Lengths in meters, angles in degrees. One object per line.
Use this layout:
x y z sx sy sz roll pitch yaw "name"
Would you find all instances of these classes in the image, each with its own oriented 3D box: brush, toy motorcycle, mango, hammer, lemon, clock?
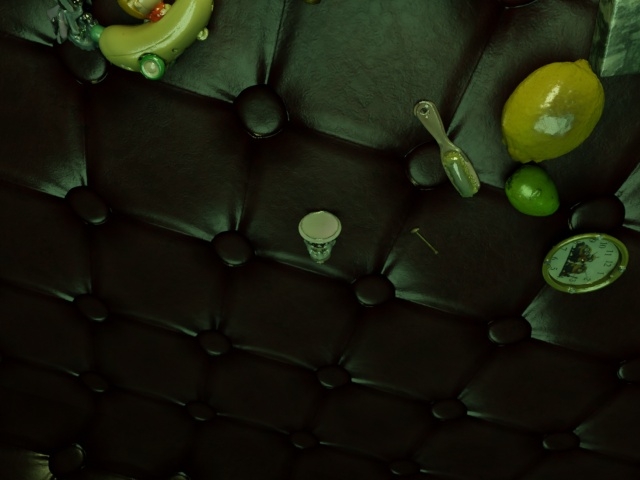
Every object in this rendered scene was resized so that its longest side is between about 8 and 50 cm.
0.343 -0.237 1.247 0.072 0.067 0.313 -25 116 25 "brush"
-0.632 -0.615 1.094 0.188 0.143 0.327 14 142 5 "toy motorcycle"
0.581 -0.127 1.264 0.178 0.100 0.119 32 122 -23 "mango"
0.328 0.002 1.450 0.123 0.014 0.029 41 130 -23 "hammer"
0.536 -0.297 1.088 0.204 0.204 0.260 30 110 -12 "lemon"
0.783 0.060 1.392 0.237 0.057 0.237 5 128 6 "clock"

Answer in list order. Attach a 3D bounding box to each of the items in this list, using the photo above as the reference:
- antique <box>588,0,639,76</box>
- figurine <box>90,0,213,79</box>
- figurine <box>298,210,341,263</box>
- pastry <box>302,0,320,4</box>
0.659 -0.464 1.016 0.086 0.088 0.183 -2 125 9 "antique"
-0.400 -0.537 1.115 0.324 0.124 0.222 -30 117 22 "figurine"
0.000 0.000 1.448 0.132 0.132 0.154 5 140 6 "figurine"
-0.060 -0.589 0.985 0.188 0.189 0.103 29 120 -11 "pastry"
